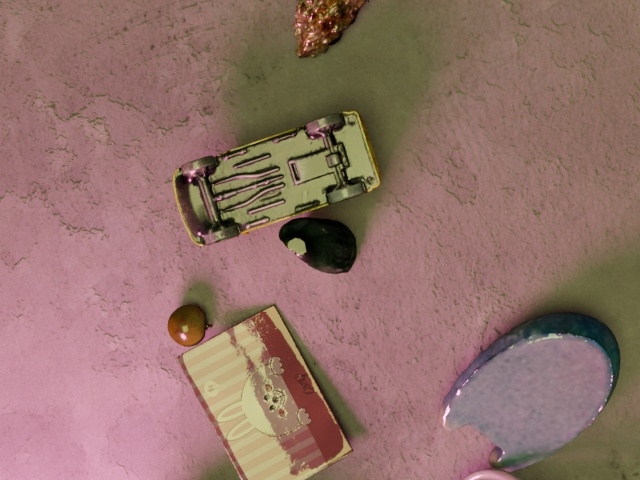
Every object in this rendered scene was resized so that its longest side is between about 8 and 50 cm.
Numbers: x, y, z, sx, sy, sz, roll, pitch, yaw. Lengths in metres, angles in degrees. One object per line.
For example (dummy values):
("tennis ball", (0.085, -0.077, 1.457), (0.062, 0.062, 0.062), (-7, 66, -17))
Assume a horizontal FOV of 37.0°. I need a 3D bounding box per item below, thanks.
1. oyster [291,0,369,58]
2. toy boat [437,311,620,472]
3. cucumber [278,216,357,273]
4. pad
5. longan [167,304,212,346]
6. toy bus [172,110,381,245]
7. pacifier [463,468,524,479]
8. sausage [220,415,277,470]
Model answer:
("oyster", (0.005, -0.365, 1.550), (0.105, 0.056, 0.177), (22, 132, -29))
("toy boat", (0.358, 0.242, 1.614), (0.215, 0.123, 0.330), (38, 116, -3))
("cucumber", (0.000, 0.000, 1.552), (0.115, 0.244, 0.063), (43, 101, 8))
("pad", (-0.098, 0.291, 1.689), (0.202, 0.005, 0.300), (-28, 88, -6))
("longan", (-0.231, 0.152, 1.709), (0.083, 0.075, 0.075), (-3, 103, -32))
("toy bus", (-0.070, -0.102, 1.587), (0.330, 0.152, 0.144), (-17, 92, 10))
("pacifier", (0.325, 0.539, 1.629), (0.233, 0.299, 0.244), (36, 86, -38))
("sausage", (-0.129, 0.362, 1.722), (0.076, 0.076, 0.141), (-43, 94, 14))
